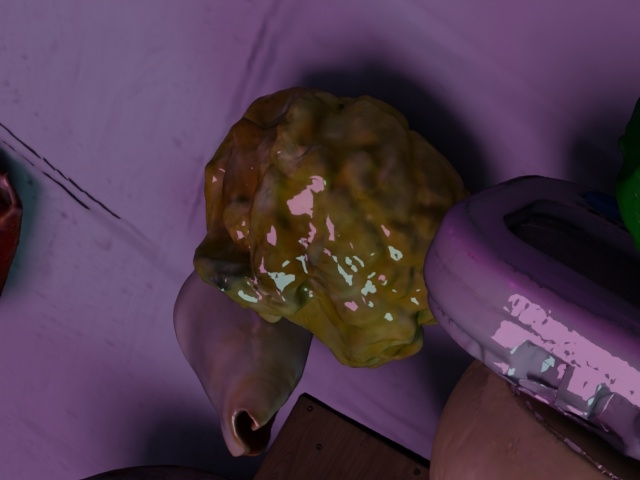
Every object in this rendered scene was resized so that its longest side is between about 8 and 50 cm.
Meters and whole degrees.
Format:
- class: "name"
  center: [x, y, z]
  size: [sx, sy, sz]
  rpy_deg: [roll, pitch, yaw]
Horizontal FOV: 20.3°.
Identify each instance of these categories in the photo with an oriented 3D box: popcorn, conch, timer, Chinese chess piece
- class: "popcorn"
  center: [0.005, -0.008, 1.014]
  size: [0.173, 0.142, 0.173]
  rpy_deg: [11, 151, 6]
- class: "conch"
  center: [-0.037, 0.071, 1.115]
  size: [0.094, 0.176, 0.104]
  rpy_deg: [23, 115, -33]
- class: "timer"
  center: [0.157, 0.042, 0.865]
  size: [0.208, 0.191, 0.069]
  rpy_deg: [32, 112, 18]
- class: "Chinese chess piece"
  center: [0.175, 0.138, 0.895]
  size: [0.251, 0.251, 0.097]
  rpy_deg: [30, 109, 17]

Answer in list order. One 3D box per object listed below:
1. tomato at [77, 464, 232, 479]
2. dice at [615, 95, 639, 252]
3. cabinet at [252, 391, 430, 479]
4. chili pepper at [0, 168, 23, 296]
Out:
- class: "tomato"
  center: [-0.132, 0.325, 1.322]
  size: [0.316, 0.317, 0.282]
  rpy_deg: [17, 155, 31]
- class: "dice"
  center: [0.215, -0.033, 0.779]
  size: [0.131, 0.128, 0.120]
  rpy_deg: [-16, 117, 49]
- class: "cabinet"
  center: [0.070, 0.219, 1.060]
  size: [0.175, 0.148, 0.215]
  rpy_deg: [32, 176, -41]
- class: "chili pepper"
  center: [-0.294, 0.014, 1.353]
  size: [0.144, 0.136, 0.253]
  rpy_deg: [-5, 153, -9]
